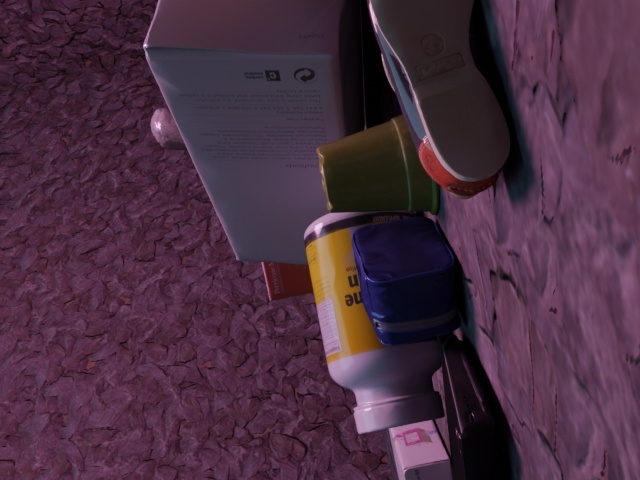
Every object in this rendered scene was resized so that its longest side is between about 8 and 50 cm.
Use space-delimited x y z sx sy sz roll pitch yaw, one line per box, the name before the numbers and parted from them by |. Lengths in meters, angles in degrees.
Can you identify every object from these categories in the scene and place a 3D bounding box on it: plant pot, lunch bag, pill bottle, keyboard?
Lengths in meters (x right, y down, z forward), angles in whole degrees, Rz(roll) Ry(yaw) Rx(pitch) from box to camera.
plant pot | 0.040 -0.052 0.552 0.083 0.079 0.083 168 90 -89
lunch bag | 0.062 0.030 0.547 0.098 0.067 0.065 -100 -1 -62
pill bottle | 0.051 0.067 0.637 0.103 0.103 0.184 80 178 -75
keyboard | 0.122 0.237 0.534 0.201 0.033 0.317 -89 -11 -59

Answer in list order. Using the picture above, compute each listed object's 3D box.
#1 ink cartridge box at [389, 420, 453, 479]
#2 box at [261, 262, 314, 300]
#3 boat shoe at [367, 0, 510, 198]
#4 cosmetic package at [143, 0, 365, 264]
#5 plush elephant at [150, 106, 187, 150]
ink cartridge box | 0.112 0.253 0.810 0.122 0.052 0.088 -98 -4 -76
box | 0.000 0.000 1.041 0.091 0.171 0.130 -103 2 -80
boat shoe | 0.053 -0.086 0.345 0.043 0.049 0.136 70 -176 -79
cosmetic package | -0.036 -0.144 0.753 0.385 0.156 0.217 83 -169 -62
plush elephant | -0.081 -0.268 1.161 0.272 0.330 0.255 125 158 -71
